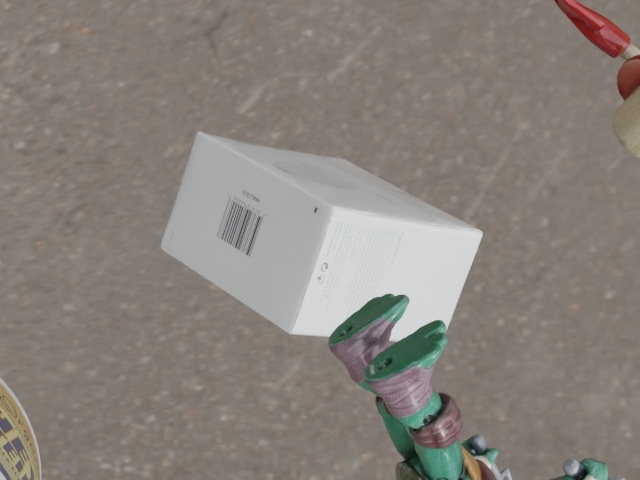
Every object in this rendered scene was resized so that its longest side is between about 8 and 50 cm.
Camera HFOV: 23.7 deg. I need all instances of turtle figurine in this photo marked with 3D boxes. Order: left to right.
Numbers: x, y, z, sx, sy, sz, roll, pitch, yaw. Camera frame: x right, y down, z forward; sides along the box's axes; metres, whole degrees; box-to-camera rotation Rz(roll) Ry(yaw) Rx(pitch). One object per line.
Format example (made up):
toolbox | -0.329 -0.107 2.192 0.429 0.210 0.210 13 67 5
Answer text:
turtle figurine | 0.097 0.147 0.943 0.118 0.175 0.234 -44 112 -23

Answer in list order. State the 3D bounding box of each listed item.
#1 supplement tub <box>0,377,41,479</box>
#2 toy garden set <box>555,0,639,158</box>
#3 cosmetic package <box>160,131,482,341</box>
supplement tub | -0.310 0.185 1.050 0.228 0.316 0.228 -1 98 -9
toy garden set | 0.193 -0.058 0.568 0.244 0.049 0.204 46 51 5
cosmetic package | 0.000 0.000 1.568 0.225 0.224 0.138 6 107 -44
